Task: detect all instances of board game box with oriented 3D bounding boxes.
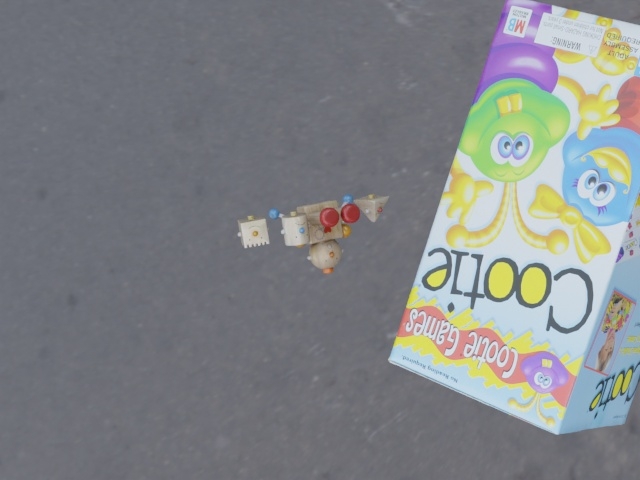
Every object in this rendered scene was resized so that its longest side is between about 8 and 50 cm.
[{"bbox_3d":[0.179,-0.017,0.898,0.142,0.144,0.275,21,97,32],"label":"board game box"}]

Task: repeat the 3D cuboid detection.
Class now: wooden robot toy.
[{"bbox_3d":[0.000,0.000,1.324,0.076,0.173,0.079,13,112,63],"label":"wooden robot toy"}]
